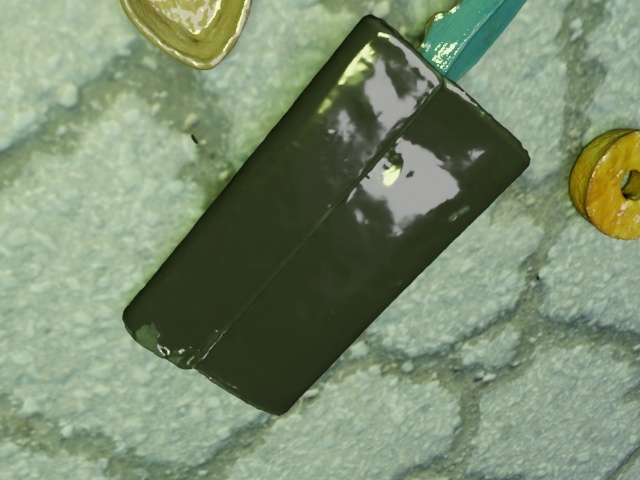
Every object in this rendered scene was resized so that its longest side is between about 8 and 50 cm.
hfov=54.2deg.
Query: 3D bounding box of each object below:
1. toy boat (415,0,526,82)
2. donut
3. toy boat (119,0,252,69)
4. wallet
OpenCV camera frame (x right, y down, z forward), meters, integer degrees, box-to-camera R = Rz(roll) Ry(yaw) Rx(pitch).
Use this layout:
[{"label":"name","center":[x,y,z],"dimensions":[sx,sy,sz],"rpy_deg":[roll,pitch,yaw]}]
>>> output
[{"label":"toy boat","center":[0.128,-0.216,0.633],"dimensions":[0.185,0.077,0.075],"rpy_deg":[-50,162,6]},{"label":"donut","center":[0.387,-0.075,0.799],"dimensions":[0.152,0.058,0.152],"rpy_deg":[-8,116,-17]},{"label":"toy boat","center":[-0.122,-0.241,0.526],"dimensions":[0.116,0.061,0.188],"rpy_deg":[-19,119,-13]},{"label":"wallet","center":[0.000,0.001,0.644],"dimensions":[0.228,0.062,0.406],"rpy_deg":[34,108,-24]}]
